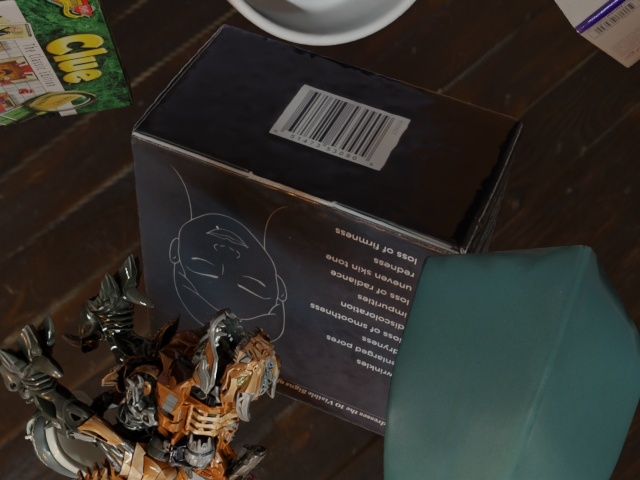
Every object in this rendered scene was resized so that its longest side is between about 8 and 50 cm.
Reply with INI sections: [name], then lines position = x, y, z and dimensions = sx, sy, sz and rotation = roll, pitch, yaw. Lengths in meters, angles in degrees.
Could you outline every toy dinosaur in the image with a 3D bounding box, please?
[toy dinosaur]
position = -0.163, 0.151, 0.927
dimensions = 0.218, 0.164, 0.322
rotation = 45, 111, 3

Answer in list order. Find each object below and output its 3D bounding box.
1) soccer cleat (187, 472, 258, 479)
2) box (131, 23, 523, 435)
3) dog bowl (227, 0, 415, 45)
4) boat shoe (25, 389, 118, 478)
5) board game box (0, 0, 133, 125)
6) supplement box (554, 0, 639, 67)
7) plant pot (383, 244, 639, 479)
[soccer cleat]
position = -0.090, 0.382, 1.364
dimensions = 0.116, 0.143, 0.331
rotation = -40, 83, -18
[box]
position = 0.000, 0.000, 1.590
dimensions = 0.480, 0.471, 0.297
rotation = 21, 49, 13
[dog bowl]
position = -0.004, -0.337, 1.063
dimensions = 0.265, 0.265, 0.104
rotation = -24, 32, -11
[boat shoe]
position = -0.332, 0.262, 1.395
dimensions = 0.099, 0.319, 0.116
rotation = -16, 85, 1
[board game box]
position = -0.214, -0.134, 0.758
dimensions = 0.136, 0.259, 0.030
rotation = -13, 82, -6
[supplement box]
position = 0.360, -0.302, 1.278
dimensions = 0.111, 0.220, 0.114
rotation = -38, 68, 23
[plant pot]
position = 0.159, 0.150, 0.902
dimensions = 0.166, 0.165, 0.234
rotation = -6, 46, 38
